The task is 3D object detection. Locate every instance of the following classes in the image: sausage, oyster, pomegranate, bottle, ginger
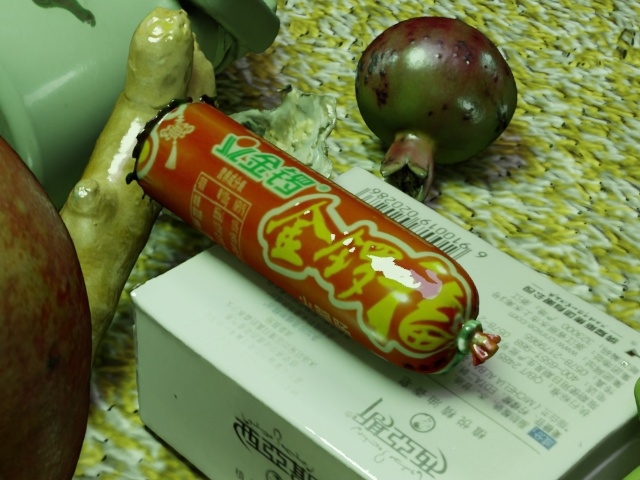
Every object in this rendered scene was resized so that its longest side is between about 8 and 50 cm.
[{"bbox_3d":[0.000,0.000,0.780,0.264,0.083,0.083,33,49,32],"label":"sausage"},{"bbox_3d":[-0.048,-0.054,0.946,0.200,0.061,0.106,14,73,58],"label":"oyster"},{"bbox_3d":[0.077,-0.108,1.052,0.129,0.129,0.159,31,57,29],"label":"pomegranate"},{"bbox_3d":[-0.168,-0.176,1.040,0.229,0.229,0.352,29,47,27],"label":"bottle"},{"bbox_3d":[-0.138,-0.009,0.886,0.065,0.118,0.298,14,73,18],"label":"ginger"}]

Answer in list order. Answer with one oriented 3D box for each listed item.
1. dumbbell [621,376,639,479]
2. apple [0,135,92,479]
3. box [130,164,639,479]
[{"bbox_3d":[0.147,0.147,0.648,0.302,0.121,0.108,-31,23,-35],"label":"dumbbell"},{"bbox_3d":[-0.294,0.061,0.674,0.348,0.348,0.277,-19,35,-22],"label":"apple"},{"bbox_3d":[0.048,0.093,0.817,0.274,0.116,0.203,32,47,32],"label":"box"}]
